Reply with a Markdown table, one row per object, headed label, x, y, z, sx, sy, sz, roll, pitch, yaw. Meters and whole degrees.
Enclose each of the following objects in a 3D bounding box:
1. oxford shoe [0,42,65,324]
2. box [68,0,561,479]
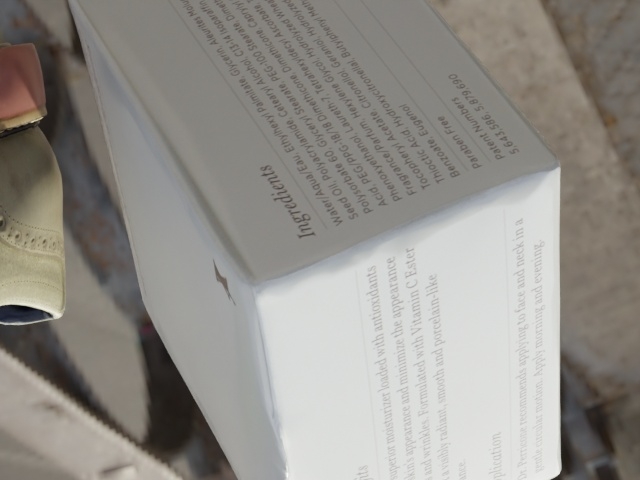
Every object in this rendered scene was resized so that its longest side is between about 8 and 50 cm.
| label | x | y | z | sx | sy | sz | roll | pitch | yaw |
| --- | --- | --- | --- | --- | --- | --- | --- | --- | --- |
| oxford shoe | -0.200 | 0.029 | 0.620 | 0.123 | 0.130 | 0.348 | -8 | -167 | 39 |
| box | 0.000 | 0.000 | 0.714 | 0.119 | 0.182 | 0.181 | -22 | 138 | -13 |
